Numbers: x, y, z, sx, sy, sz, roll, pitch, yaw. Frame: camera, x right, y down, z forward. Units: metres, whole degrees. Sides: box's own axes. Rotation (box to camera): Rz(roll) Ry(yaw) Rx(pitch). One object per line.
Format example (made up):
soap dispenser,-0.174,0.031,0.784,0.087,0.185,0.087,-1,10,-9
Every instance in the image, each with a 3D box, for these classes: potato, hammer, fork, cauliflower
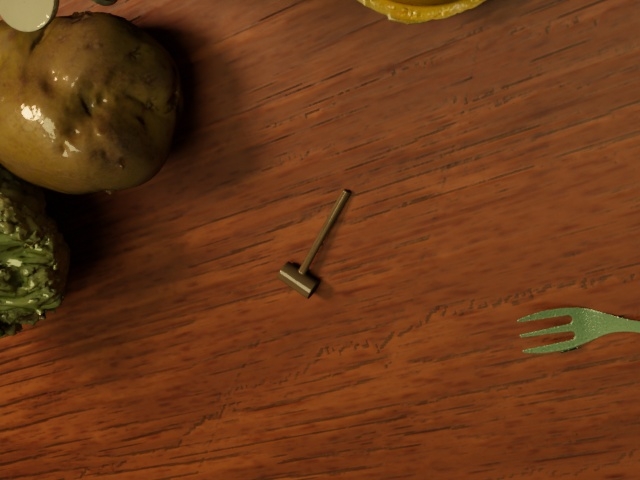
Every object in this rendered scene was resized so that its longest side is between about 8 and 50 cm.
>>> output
potato,-0.220,-0.121,0.864,0.200,0.137,0.155,8,75,21
hammer,0.000,0.000,0.868,0.035,0.019,0.110,35,115,11
fork,0.271,0.067,0.753,0.235,0.021,0.039,-5,111,27
cauliflower,-0.379,0.022,0.925,0.272,0.250,0.275,28,147,15

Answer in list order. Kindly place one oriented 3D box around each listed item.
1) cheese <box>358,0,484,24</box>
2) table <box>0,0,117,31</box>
cheese,0.038,-0.237,0.689,0.270,0.069,0.177,-8,114,7
table,-0.162,-0.256,0.740,0.166,0.198,0.167,9,113,23
